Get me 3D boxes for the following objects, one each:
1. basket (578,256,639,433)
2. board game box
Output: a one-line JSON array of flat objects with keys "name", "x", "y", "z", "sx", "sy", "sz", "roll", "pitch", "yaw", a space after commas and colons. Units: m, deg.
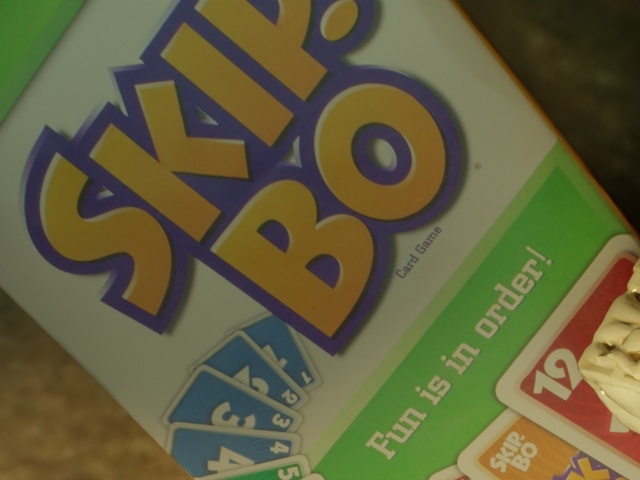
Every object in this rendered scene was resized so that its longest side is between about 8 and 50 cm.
[{"name": "basket", "x": 0.150, "y": 0.029, "z": 0.344, "sx": 0.113, "sy": 0.167, "sz": 0.103, "roll": 41, "pitch": 80, "yaw": -21}, {"name": "board game box", "x": 0.000, "y": 0.000, "z": 0.400, "sx": 0.124, "sy": 0.039, "sz": 0.259, "roll": -38, "pitch": 110, "yaw": 9}]
